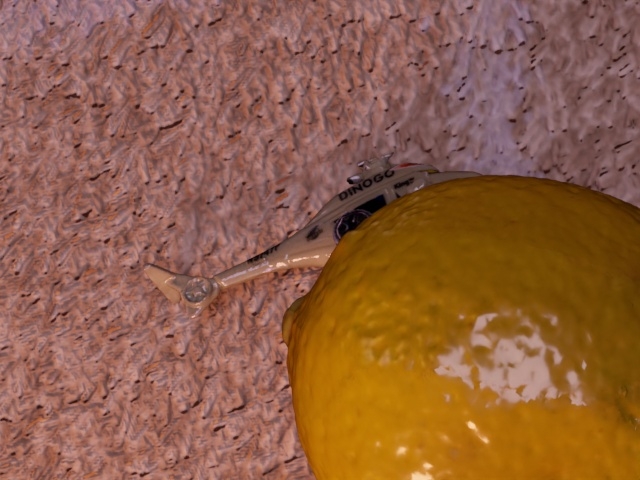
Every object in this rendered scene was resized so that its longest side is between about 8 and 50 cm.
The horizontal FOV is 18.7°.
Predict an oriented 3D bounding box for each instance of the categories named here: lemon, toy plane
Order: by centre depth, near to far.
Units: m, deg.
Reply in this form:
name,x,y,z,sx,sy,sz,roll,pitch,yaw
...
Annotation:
name,x,y,z,sx,sy,sz,roll,pitch,yaw
lemon,0.144,0.107,1.427,0.336,0.336,0.336,-2,81,11
toy plane,0.000,0.000,1.586,0.286,0.092,0.108,-24,56,6
